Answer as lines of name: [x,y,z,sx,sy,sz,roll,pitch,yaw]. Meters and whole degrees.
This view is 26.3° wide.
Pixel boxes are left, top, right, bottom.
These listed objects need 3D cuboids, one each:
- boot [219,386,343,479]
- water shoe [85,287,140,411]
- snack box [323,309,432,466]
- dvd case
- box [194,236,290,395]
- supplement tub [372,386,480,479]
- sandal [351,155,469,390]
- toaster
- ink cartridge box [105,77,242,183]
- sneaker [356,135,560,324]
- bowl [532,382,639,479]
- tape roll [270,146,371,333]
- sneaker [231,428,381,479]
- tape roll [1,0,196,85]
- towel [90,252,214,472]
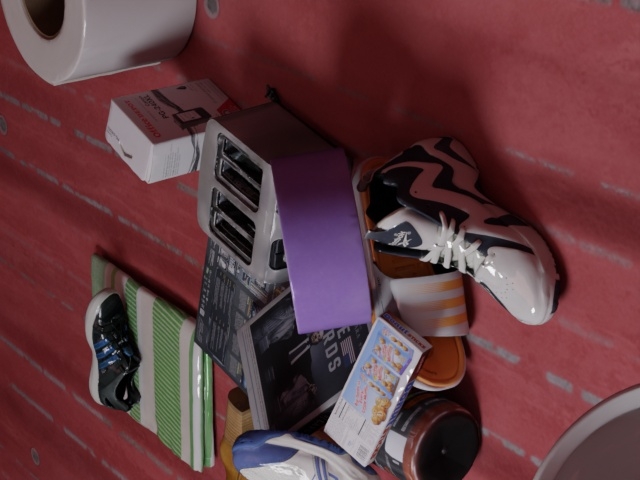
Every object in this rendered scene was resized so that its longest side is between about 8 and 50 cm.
boot: [-0.039,0.343,1.810,0.295,0.104,0.211,38,138,46]
water shoe: [-0.304,0.165,2.072,0.080,0.073,0.203,19,123,27]
snack box: [0.059,0.160,1.465,0.064,0.022,0.178,40,128,22]
dvd case: [-0.007,0.125,1.592,0.239,0.029,0.179,-41,48,37]
box: [-0.081,0.085,1.777,0.183,0.059,0.232,40,133,39]
supplement tub: [0.080,0.207,1.564,0.198,0.106,0.106,21,120,49]
sandal: [0.100,0.032,1.465,0.076,0.102,0.265,-22,84,58]
toaster: [-0.060,-0.065,1.639,0.186,0.110,0.168,41,134,38]
ink cartridge box: [-0.180,-0.141,1.737,0.109,0.150,0.063,45,137,34]
sneaker: [0.123,0.003,1.373,0.235,0.153,0.094,60,145,19]
bowl: [0.304,0.265,1.175,0.134,0.298,0.298,101,148,-84]
tape roll: [0.000,0.000,1.441,0.189,0.080,0.189,170,90,-88]
sneaker: [0.023,0.320,1.541,0.296,0.131,0.112,29,154,-9]
tape roll: [-0.296,-0.341,1.798,0.246,0.169,0.246,28,126,46]
towel: [-0.258,0.182,2.091,0.325,0.038,0.248,28,124,48]
